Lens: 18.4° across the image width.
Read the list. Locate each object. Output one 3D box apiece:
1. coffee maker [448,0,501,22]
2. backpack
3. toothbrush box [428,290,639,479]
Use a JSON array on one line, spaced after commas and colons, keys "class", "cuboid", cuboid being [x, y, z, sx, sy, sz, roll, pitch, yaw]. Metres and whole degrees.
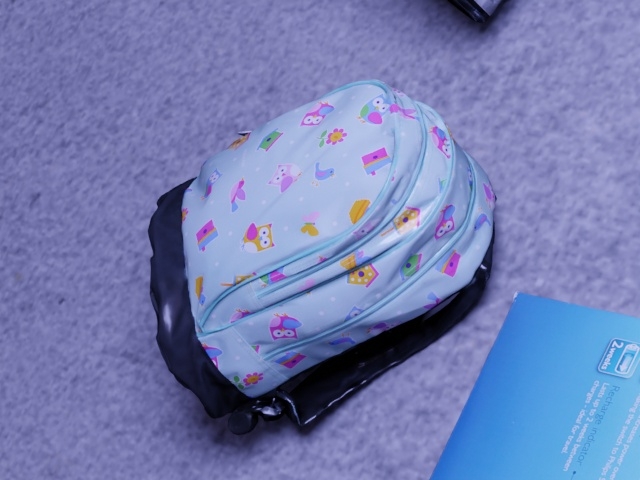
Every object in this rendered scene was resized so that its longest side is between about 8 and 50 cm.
[{"class": "coffee maker", "cuboid": [0.096, -0.229, 1.095, 0.178, 0.120, 0.171, -45, 26, 8]}, {"class": "backpack", "cuboid": [0.000, 0.000, 1.035, 0.182, 0.115, 0.152, -25, 52, 22]}, {"class": "toothbrush box", "cuboid": [0.179, 0.164, 0.794, 0.296, 0.126, 0.216, 10, 66, 40]}]
